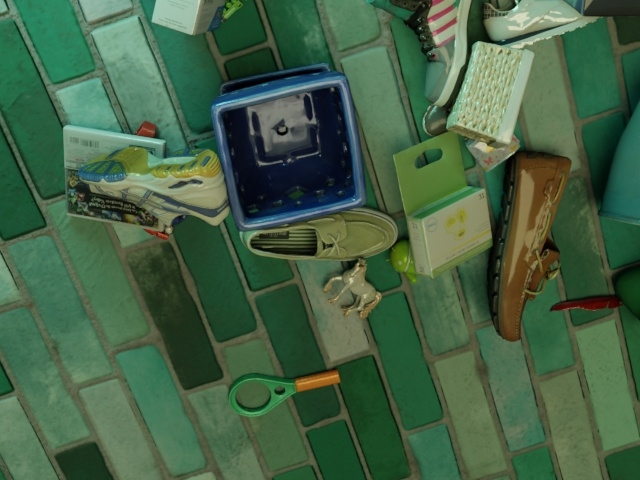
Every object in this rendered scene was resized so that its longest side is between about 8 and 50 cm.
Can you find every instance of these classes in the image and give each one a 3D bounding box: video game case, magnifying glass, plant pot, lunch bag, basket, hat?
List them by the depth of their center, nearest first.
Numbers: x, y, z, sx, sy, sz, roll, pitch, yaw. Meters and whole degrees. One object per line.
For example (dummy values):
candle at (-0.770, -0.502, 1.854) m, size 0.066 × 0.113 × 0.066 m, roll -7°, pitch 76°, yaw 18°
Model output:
plant pot at (-0.059, -0.177, 1.724) m, size 0.236 × 0.212 × 0.236 m, roll -12°, pitch 114°, yaw -2°
basket at (0.292, -0.254, 1.727) m, size 0.103 × 0.113 × 0.167 m, roll 15°, pitch 91°, yaw -2°
video game case at (-0.369, -0.111, 1.782) m, size 0.190 × 0.022 × 0.173 m, roll 10°, pitch 116°, yaw 9°
plant pot at (0.664, -0.152, 1.807) m, size 0.271 × 0.271 × 0.255 m, roll 6°, pitch 97°, yaw -9°
lunch bag at (0.323, -0.182, 1.855) m, size 0.083 × 0.053 × 0.071 m, roll -36°, pitch 110°, yaw 19°
hat at (0.617, 0.082, 2.016) m, size 0.208 × 0.183 × 0.173 m, roll -21°, pitch 130°, yaw -44°
magnifying glass at (-0.074, 0.302, 2.024) m, size 0.231 × 0.026 × 0.092 m, roll -13°, pitch 113°, yaw -2°

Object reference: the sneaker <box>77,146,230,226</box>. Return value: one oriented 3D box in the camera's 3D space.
sneaker at (-0.286, -0.079, 1.676) m, size 0.296 × 0.112 × 0.131 m, roll 6°, pitch 128°, yaw 33°

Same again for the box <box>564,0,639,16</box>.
box at (0.473, -0.535, 1.584) m, size 0.182 × 0.294 × 0.296 m, roll -2°, pitch 115°, yaw -3°

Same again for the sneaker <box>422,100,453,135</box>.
sneaker at (0.256, -0.245, 1.812) m, size 0.158 × 0.065 × 0.061 m, roll -38°, pitch 113°, yaw 8°

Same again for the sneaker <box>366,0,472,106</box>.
sneaker at (0.165, -0.383, 1.710) m, size 0.178 × 0.124 × 0.296 m, roll 3°, pitch 104°, yaw -13°

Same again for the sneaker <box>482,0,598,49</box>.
sneaker at (0.405, -0.411, 1.755) m, size 0.235 × 0.090 × 0.095 m, roll -20°, pitch 104°, yaw 0°

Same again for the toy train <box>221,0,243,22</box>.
toy train at (-0.150, -0.411, 1.722) m, size 0.083 × 0.017 × 0.023 m, roll -41°, pitch 122°, yaw 11°

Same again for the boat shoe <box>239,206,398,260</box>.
boat shoe at (0.000, 0.000, 1.868) m, size 0.302 × 0.094 × 0.109 m, roll -3°, pitch 113°, yaw -6°

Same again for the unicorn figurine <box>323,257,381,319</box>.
unicorn figurine at (0.066, 0.089, 1.927) m, size 0.111 × 0.060 × 0.162 m, roll -38°, pitch 145°, yaw 11°

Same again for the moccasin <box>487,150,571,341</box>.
moccasin at (0.406, 0.016, 1.912) m, size 0.147 × 0.139 × 0.380 m, roll 7°, pitch 102°, yaw 0°

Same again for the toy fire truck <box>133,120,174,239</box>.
toy fire truck at (-0.304, -0.107, 1.813) m, size 0.135 × 0.047 × 0.192 m, roll 22°, pitch 109°, yaw -15°

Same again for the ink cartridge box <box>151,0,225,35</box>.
ink cartridge box at (-0.199, -0.444, 1.629) m, size 0.082 × 0.139 × 0.191 m, roll 17°, pitch 109°, yaw 7°

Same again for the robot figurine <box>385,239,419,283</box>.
robot figurine at (0.187, 0.033, 1.919) m, size 0.115 × 0.067 × 0.101 m, roll 7°, pitch 140°, yaw -10°

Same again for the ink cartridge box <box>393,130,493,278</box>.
ink cartridge box at (0.231, -0.070, 1.840) m, size 0.171 × 0.056 × 0.235 m, roll -25°, pitch 115°, yaw -32°
